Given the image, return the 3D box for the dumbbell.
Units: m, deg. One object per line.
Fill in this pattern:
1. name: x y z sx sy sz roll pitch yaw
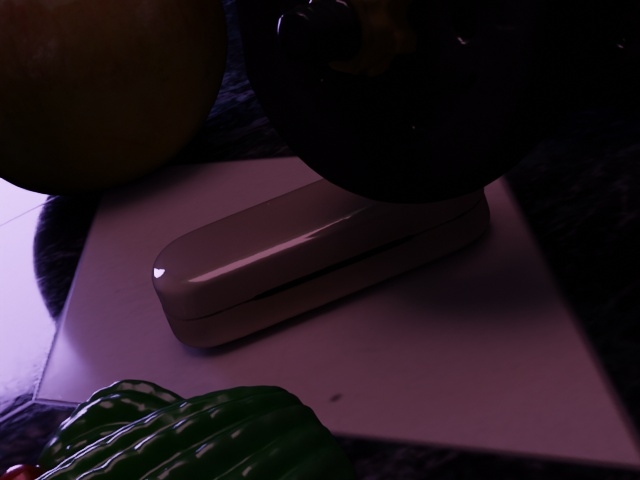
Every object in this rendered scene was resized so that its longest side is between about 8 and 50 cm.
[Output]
1. dumbbell: 0.109 -0.140 0.647 0.185 0.185 0.388 1 16 41

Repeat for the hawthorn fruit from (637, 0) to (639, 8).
1. hawthorn fruit: 0.287 -0.125 0.475 0.307 0.265 0.265 25 49 37

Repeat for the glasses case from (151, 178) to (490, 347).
1. glasses case: 0.000 0.000 0.681 0.196 0.050 0.083 -21 26 -1

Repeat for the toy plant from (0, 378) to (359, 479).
1. toy plant: -0.085 0.140 0.413 0.155 0.088 0.240 13 46 30

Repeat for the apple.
1. apple: -0.193 -0.149 0.981 0.261 0.194 0.261 -18 21 7
